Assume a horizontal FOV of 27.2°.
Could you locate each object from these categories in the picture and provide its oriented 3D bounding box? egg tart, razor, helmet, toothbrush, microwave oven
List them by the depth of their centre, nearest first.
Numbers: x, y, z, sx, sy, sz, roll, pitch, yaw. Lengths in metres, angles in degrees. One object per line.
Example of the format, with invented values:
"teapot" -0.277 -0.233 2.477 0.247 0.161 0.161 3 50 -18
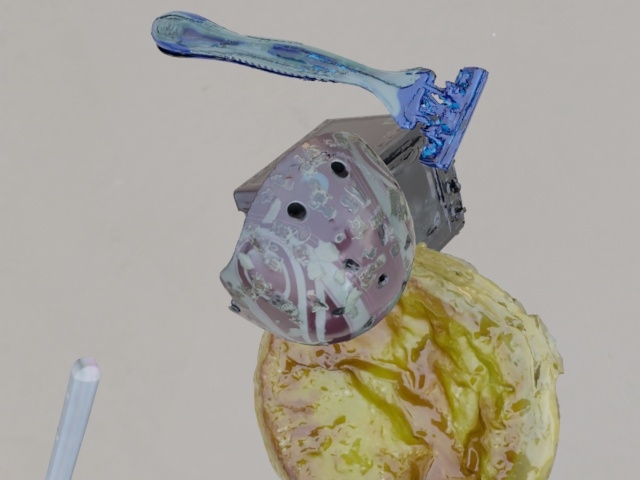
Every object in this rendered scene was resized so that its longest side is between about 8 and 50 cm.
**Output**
"helmet" 0.011 0.012 0.978 0.107 0.177 0.153 41 71 17
"razor" -0.020 -0.153 1.138 0.324 0.056 0.093 20 79 25
"toothbrush" -0.245 0.254 1.212 0.030 0.025 0.342 2 118 -27
"egg tart" 0.088 0.154 1.300 0.341 0.132 0.341 2 94 34
"microwave oven" 0.048 -0.034 1.609 0.188 0.247 0.178 1 118 33
